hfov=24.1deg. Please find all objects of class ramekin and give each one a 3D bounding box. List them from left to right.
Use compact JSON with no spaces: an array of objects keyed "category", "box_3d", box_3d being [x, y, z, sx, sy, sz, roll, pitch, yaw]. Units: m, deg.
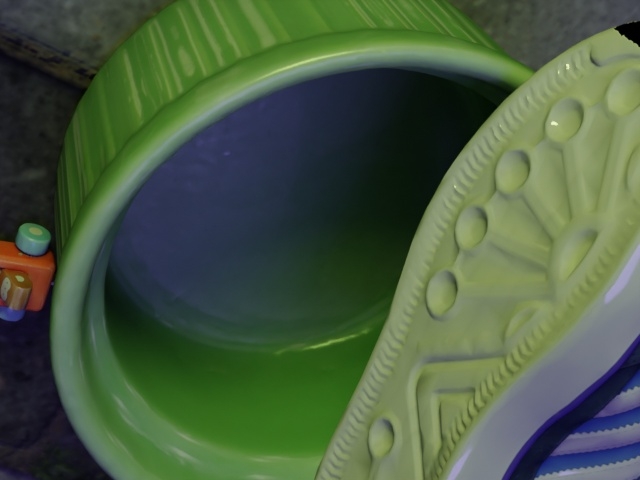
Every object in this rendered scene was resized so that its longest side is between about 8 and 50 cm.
[{"category":"ramekin","box_3d":[0.000,0.000,0.805,0.303,0.148,0.303,-9,125,-12]}]

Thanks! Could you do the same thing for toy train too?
[{"category":"toy train","box_3d":[-0.215,0.062,0.842,0.125,0.046,0.166,15,117,-26]}]

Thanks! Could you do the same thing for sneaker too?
[{"category":"sneaker","box_3d":[0.155,0.063,0.739,0.236,0.130,0.322,13,114,-36]}]
